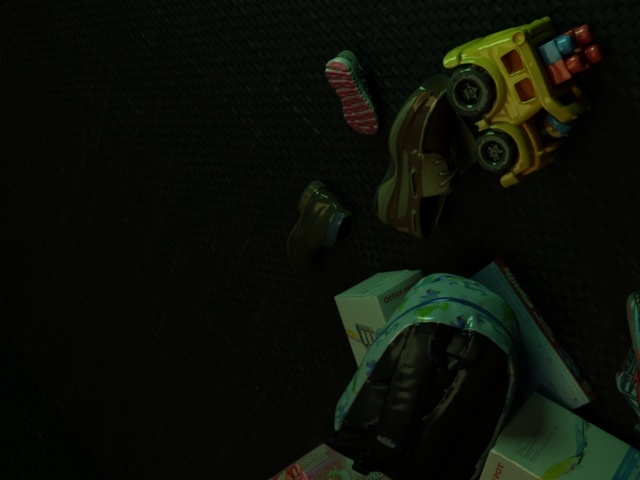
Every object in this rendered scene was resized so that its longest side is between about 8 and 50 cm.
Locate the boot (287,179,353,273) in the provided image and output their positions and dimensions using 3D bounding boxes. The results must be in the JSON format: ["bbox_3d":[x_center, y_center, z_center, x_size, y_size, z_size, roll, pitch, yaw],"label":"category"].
[{"bbox_3d":[0.000,0.000,2.101,0.106,0.082,0.219,39,136,33],"label":"boot"}]

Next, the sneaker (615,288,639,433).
[{"bbox_3d":[0.488,0.196,1.614,0.125,0.104,0.262,0,111,53],"label":"sneaker"}]

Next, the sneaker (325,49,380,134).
[{"bbox_3d":[0.067,-0.264,1.879,0.063,0.075,0.170,-4,132,33],"label":"sneaker"}]

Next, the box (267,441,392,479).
[{"bbox_3d":[0.066,0.442,2.111,0.142,0.300,0.154,57,144,8],"label":"box"}]

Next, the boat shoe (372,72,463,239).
[{"bbox_3d":[0.182,-0.128,1.765,0.120,0.122,0.324,39,145,22],"label":"boat shoe"}]

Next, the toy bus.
[{"bbox_3d":[0.317,-0.214,1.554,0.211,0.149,0.220,-20,98,38],"label":"toy bus"}]

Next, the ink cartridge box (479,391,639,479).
[{"bbox_3d":[0.395,0.403,1.764,0.232,0.168,0.171,29,134,20],"label":"ink cartridge box"}]

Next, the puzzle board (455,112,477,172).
[{"bbox_3d":[0.215,-0.155,1.804,0.096,0.011,0.128,58,143,9],"label":"puzzle board"}]

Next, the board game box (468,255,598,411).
[{"bbox_3d":[0.344,0.176,1.839,0.281,0.027,0.145,57,142,8],"label":"board game box"}]

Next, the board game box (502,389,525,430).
[{"bbox_3d":[0.310,0.267,1.923,0.181,0.043,0.092,56,143,8],"label":"board game box"}]

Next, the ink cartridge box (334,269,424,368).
[{"bbox_3d":[0.133,0.158,1.998,0.127,0.128,0.176,-5,107,52],"label":"ink cartridge box"}]

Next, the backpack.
[{"bbox_3d":[0.193,0.230,1.795,0.290,0.273,0.356,23,137,8],"label":"backpack"}]
